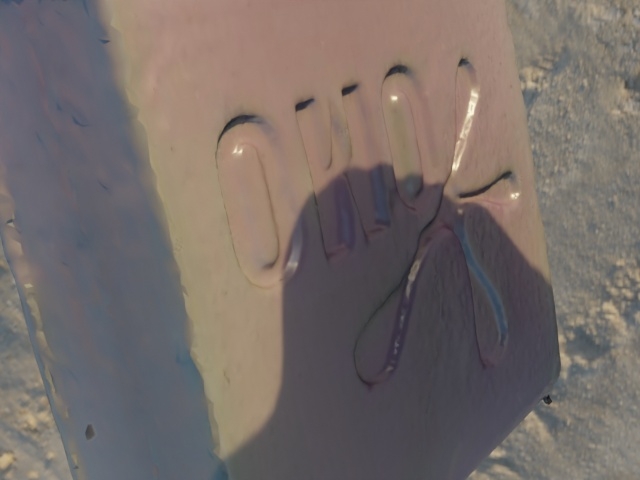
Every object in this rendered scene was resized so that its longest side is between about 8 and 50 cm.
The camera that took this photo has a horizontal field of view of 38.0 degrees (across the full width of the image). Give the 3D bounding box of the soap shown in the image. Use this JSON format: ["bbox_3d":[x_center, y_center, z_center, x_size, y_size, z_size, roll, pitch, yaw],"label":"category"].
[{"bbox_3d":[0.000,0.000,0.455,0.107,0.296,0.285,-1,109,38],"label":"soap"}]
